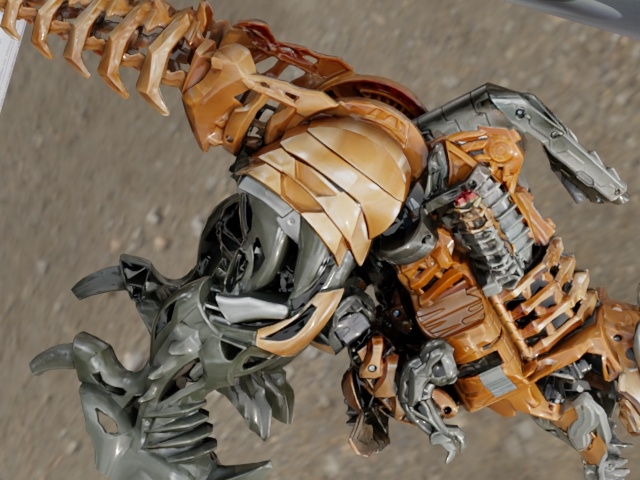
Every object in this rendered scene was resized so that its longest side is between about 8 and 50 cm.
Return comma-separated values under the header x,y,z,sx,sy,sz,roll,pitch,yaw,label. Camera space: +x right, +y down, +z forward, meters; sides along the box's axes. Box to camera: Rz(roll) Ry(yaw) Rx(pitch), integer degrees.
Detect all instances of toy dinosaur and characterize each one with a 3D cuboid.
x,y,z,sx,sy,sz,roll,pitch,yaw,label
0.000,0.000,0.773,0.322,0.164,0.218,46,115,13,toy dinosaur

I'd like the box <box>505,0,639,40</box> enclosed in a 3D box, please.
x,y,z,sx,sy,sz,roll,pitch,yaw,label
0.023,-0.177,0.527,0.294,0.296,0.183,16,97,-34,box

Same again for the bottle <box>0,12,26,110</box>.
x,y,z,sx,sy,sz,roll,pitch,yaw,label
-0.253,-0.078,1.106,0.118,0.092,0.283,16,100,-15,bottle
